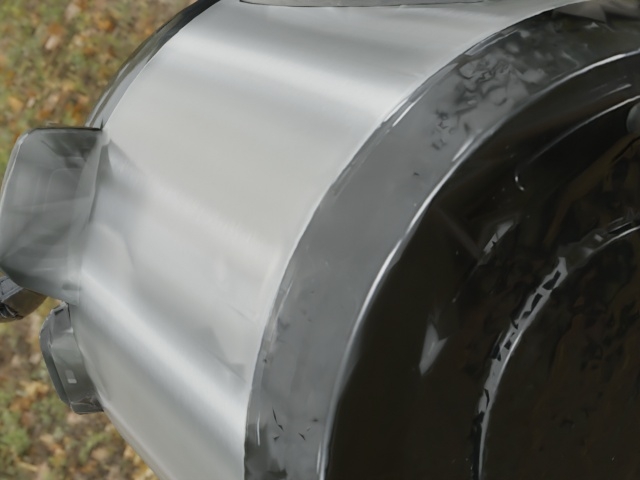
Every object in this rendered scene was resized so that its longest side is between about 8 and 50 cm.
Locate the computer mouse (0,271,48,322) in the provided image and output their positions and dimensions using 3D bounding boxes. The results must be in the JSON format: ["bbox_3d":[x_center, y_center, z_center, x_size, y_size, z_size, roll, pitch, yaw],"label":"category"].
[{"bbox_3d":[-0.239,0.050,0.886,0.071,0.041,0.242,-21,7,2],"label":"computer mouse"}]

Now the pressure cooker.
[{"bbox_3d":[0.041,0.023,0.701,0.375,0.370,0.420,-39,30,-14],"label":"pressure cooker"}]
